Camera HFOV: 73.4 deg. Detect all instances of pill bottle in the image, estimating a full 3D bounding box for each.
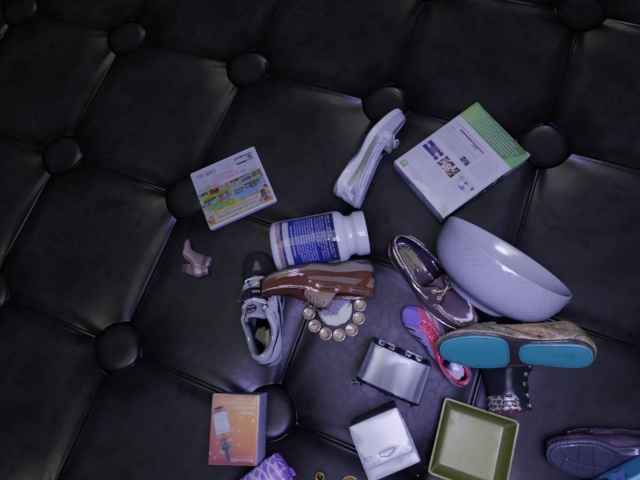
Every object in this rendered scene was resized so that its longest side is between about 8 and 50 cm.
[{"bbox_3d":[0.000,0.000,1.217,0.264,0.153,0.153,-11,74,4],"label":"pill bottle"}]

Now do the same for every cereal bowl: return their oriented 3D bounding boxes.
[{"bbox_3d":[0.429,0.086,1.075,0.339,0.339,0.141,35,111,14],"label":"cereal bowl"}]

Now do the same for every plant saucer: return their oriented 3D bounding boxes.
[{"bbox_3d":[0.383,0.518,1.084,0.188,0.045,0.188,15,77,11],"label":"plant saucer"}]

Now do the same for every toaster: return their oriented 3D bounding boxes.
[{"bbox_3d":[0.182,0.329,1.088,0.168,0.185,0.110,20,88,12],"label":"toaster"}]

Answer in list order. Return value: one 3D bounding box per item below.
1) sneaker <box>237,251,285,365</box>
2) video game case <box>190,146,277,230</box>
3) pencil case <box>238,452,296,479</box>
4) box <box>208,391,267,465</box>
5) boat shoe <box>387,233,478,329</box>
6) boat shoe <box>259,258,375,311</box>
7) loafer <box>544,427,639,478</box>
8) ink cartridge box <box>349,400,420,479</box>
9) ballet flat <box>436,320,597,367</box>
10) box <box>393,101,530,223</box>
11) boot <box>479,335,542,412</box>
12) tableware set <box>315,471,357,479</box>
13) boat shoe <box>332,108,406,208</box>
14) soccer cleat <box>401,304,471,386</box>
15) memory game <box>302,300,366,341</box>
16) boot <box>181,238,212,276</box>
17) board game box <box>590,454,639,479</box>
[{"bbox_3d":[-0.163,0.177,1.195,0.122,0.146,0.331,-13,72,5],"label":"sneaker"},{"bbox_3d":[-0.277,-0.166,1.363,0.227,0.026,0.206,-24,73,-1],"label":"video game case"},{"bbox_3d":[-0.164,0.637,1.101,0.206,0.088,0.086,-36,41,-3],"label":"pencil case"},{"bbox_3d":[-0.216,0.493,1.139,0.130,0.091,0.171,-2,74,6],"label":"box"},{"bbox_3d":[0.307,0.114,1.178,0.116,0.097,0.324,-38,74,-4],"label":"boat shoe"},{"bbox_3d":[0.001,0.127,1.158,0.323,0.122,0.120,-6,73,-13],"label":"boat shoe"},{"bbox_3d":[0.698,0.506,1.041,0.302,0.095,0.109,-2,105,11],"label":"loafer"},{"bbox_3d":[0.154,0.484,1.053,0.128,0.176,0.127,-23,73,0],"label":"ink cartridge box"},{"bbox_3d":[0.462,0.244,1.043,0.348,0.123,0.123,-3,74,18],"label":"ballet flat"},{"bbox_3d":[0.416,-0.234,1.284,0.322,0.058,0.232,-36,74,-2],"label":"box"},{"bbox_3d":[0.518,0.337,1.082,0.236,0.085,0.179,-7,61,12],"label":"boot"},{"bbox_3d":[0.051,0.650,1.099,0.154,0.024,0.104,28,79,14],"label":"tableware set"},{"bbox_3d":[0.163,-0.247,1.290,0.103,0.118,0.320,35,85,8],"label":"boat shoe"},{"bbox_3d":[0.307,0.272,1.134,0.083,0.095,0.248,-36,74,0],"label":"soccer cleat"},{"bbox_3d":[0.040,0.197,1.231,0.186,0.012,0.186,-2,74,7],"label":"memory game"},{"bbox_3d":[-0.375,0.054,1.309,0.086,0.042,0.119,1,76,1],"label":"boot"},{"bbox_3d":[0.662,0.678,0.946,0.336,0.079,0.254,-37,74,13],"label":"board game box"}]
